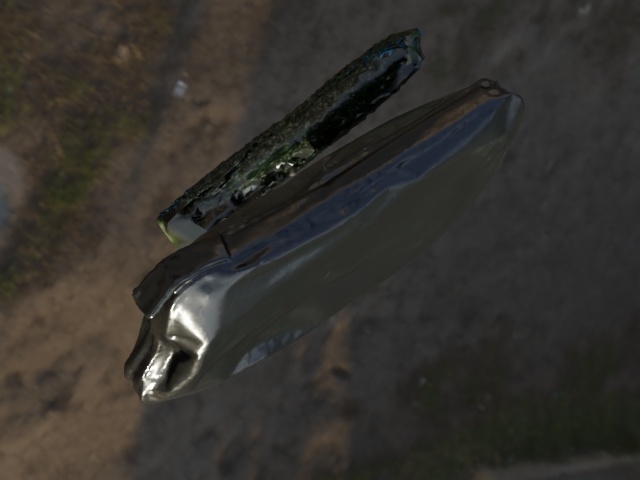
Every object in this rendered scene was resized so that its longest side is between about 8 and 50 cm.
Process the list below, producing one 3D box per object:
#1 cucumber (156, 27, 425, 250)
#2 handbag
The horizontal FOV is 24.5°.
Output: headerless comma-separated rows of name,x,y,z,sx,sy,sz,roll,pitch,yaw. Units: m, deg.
cucumber,-0.020,-0.077,1.122,0.257,0.043,0.044,-37,-172,18
handbag,-0.002,0.001,1.030,0.332,0.075,0.191,-29,162,-30
